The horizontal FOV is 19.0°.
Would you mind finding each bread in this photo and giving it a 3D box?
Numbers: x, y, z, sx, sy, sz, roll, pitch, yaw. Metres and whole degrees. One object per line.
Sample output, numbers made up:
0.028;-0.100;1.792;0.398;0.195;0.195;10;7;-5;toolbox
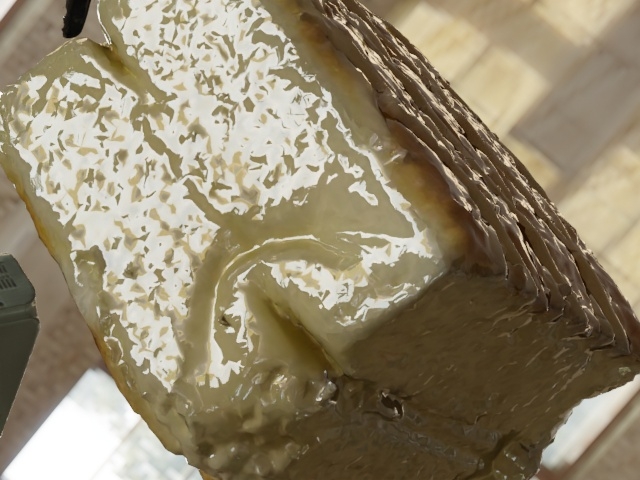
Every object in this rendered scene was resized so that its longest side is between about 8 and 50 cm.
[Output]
0.000;0.000;1.383;0.390;0.279;0.371;58;-166;28;bread

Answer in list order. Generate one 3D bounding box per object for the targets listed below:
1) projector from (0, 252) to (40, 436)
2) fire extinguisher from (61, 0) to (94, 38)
-0.408;0.133;1.915;0.198;0.250;0.108;-11;-130;-37;projector
-0.156;-0.235;1.120;0.071;0.099;0.231;-4;-109;-25;fire extinguisher
